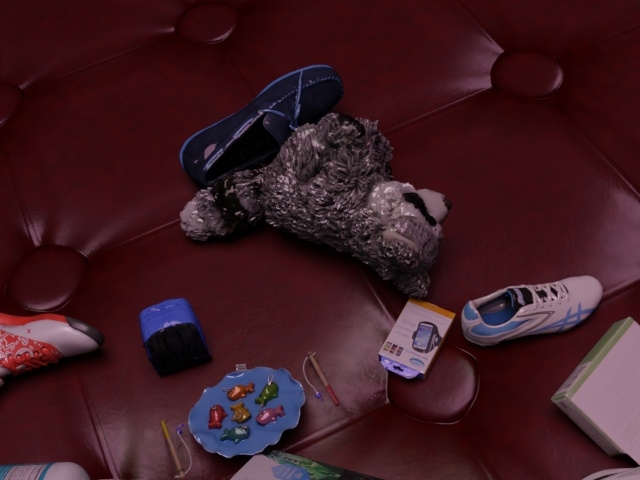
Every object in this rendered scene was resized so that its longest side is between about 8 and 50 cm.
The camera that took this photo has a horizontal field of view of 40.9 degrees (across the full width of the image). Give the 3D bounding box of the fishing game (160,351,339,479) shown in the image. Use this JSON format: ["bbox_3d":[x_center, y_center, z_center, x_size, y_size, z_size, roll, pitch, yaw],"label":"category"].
[{"bbox_3d":[-0.113,0.247,1.296,0.264,0.041,0.189,-22,32,-8],"label":"fishing game"}]

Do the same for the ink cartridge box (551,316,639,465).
[{"bbox_3d":[0.478,0.251,1.244,0.235,0.056,0.171,45,68,5],"label":"ink cartridge box"}]

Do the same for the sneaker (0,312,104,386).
[{"bbox_3d":[-0.490,0.194,1.384,0.270,0.090,0.145,5,56,15],"label":"sneaker"}]

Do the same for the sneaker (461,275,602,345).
[{"bbox_3d":[0.337,0.102,1.350,0.237,0.086,0.085,-16,52,-6],"label":"sneaker"}]

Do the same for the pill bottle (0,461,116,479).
[{"bbox_3d":[-0.416,0.386,1.197,0.264,0.146,0.146,-3,54,4],"label":"pill bottle"}]

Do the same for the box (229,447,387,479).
[{"bbox_3d":[0.030,0.370,1.120,0.322,0.232,0.058,13,100,14],"label":"box"}]

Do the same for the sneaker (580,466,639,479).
[{"bbox_3d":[0.450,0.313,1.040,0.448,0.257,0.169,-22,66,-17],"label":"sneaker"}]

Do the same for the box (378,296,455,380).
[{"bbox_3d":[0.151,0.160,1.366,0.081,0.028,0.136,22,62,21],"label":"box"}]

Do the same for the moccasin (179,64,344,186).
[{"bbox_3d":[-0.092,-0.197,1.604,0.342,0.137,0.117,-35,43,-3],"label":"moccasin"}]

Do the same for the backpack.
[{"bbox_3d":[-0.241,0.144,1.368,0.098,0.120,0.101,-23,55,-9],"label":"backpack"}]

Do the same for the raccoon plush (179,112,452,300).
[{"bbox_3d":[0.000,0.000,1.443,0.446,0.216,0.299,-29,57,22],"label":"raccoon plush"}]
